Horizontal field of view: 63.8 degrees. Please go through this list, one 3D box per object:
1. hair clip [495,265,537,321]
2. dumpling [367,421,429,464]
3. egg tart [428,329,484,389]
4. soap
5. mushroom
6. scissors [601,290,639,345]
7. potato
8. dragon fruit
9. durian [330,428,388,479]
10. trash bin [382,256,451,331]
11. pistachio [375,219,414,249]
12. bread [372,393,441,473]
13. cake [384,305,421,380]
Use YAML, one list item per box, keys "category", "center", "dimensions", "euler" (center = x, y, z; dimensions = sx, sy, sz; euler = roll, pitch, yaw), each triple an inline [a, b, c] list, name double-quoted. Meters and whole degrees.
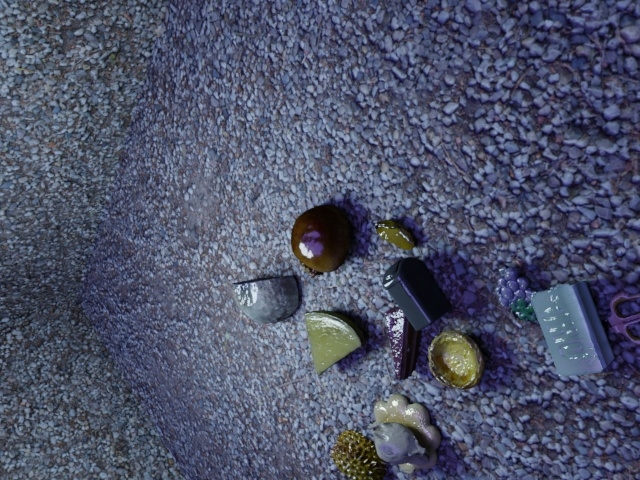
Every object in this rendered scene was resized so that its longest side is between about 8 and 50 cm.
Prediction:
- category: "hair clip"
  center: [0.613, 0.168, 1.603]
  dimensions: [0.124, 0.052, 0.195]
  euler: [-34, 86, 50]
- category: "dumpling"
  center: [0.284, 0.764, 1.901]
  dimensions: [0.247, 0.142, 0.172]
  euler: [23, 149, 29]
- category: "egg tart"
  center: [0.464, 0.401, 1.743]
  dimensions: [0.212, 0.090, 0.213]
  euler: [9, 105, 36]
- category: "soap"
  center: [0.719, 0.250, 1.472]
  dimensions: [0.150, 0.094, 0.261]
  euler: [-26, 79, 47]
- category: "mushroom"
  center: [-0.007, 0.008, 1.991]
  dimensions: [0.263, 0.195, 0.283]
  euler: [17, 110, 31]
- category: "scissors"
  center: [0.821, 0.240, 1.447]
  dimensions: [0.317, 0.024, 0.160]
  euler: [-35, 77, 42]
- category: "potato"
  center: [0.083, 0.399, 2.057]
  dimensions: [0.255, 0.112, 0.269]
  euler: [-9, 97, 37]
- category: "dragon fruit"
  center: [-0.252, 0.267, 2.244]
  dimensions: [0.283, 0.221, 0.204]
  euler: [-9, 87, 39]
- category: "durian"
  center: [0.143, 0.890, 2.089]
  dimensions: [0.260, 0.186, 0.154]
  euler: [14, 115, 24]
- category: "trash bin"
  center: [0.323, 0.174, 1.759]
  dimensions: [0.101, 0.176, 0.236]
  euler: [-41, 76, 37]
- category: "pistachio"
  center: [0.274, -0.029, 1.838]
  dimensions: [0.173, 0.049, 0.089]
  euler: [29, 142, 30]
- category: "bread"
  center: [0.320, 0.744, 1.967]
  dimensions: [0.316, 0.054, 0.316]
  euler: [10, 106, 41]
- category: "cake"
  center: [0.298, 0.359, 1.863]
  dimensions: [0.113, 0.116, 0.295]
  euler: [5, 100, 44]
